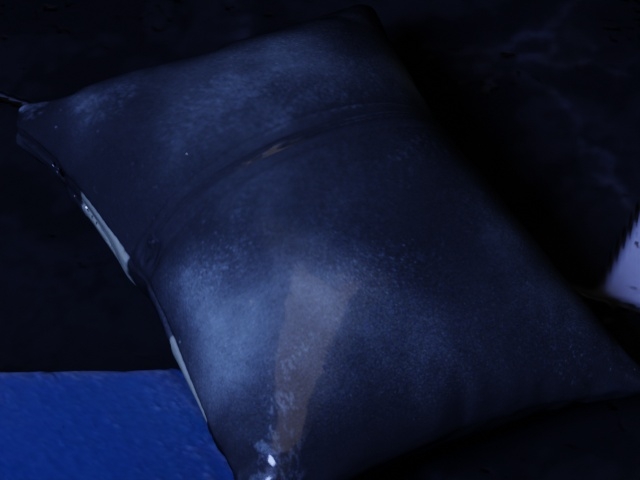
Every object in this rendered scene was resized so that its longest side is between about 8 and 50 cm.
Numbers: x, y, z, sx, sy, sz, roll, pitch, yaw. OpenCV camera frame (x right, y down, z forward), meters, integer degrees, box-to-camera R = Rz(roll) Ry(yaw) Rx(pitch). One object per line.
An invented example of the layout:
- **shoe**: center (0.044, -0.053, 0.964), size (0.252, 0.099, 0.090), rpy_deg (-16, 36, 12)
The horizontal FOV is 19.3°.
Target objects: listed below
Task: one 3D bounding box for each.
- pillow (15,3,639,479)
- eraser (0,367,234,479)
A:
- **pillow**: center (0.000, 0.000, 0.796), size (0.186, 0.106, 0.250), rpy_deg (-20, 53, -22)
- **eraser**: center (-0.137, 0.105, 0.655), size (0.312, 0.042, 0.144), rpy_deg (2, 35, -45)
